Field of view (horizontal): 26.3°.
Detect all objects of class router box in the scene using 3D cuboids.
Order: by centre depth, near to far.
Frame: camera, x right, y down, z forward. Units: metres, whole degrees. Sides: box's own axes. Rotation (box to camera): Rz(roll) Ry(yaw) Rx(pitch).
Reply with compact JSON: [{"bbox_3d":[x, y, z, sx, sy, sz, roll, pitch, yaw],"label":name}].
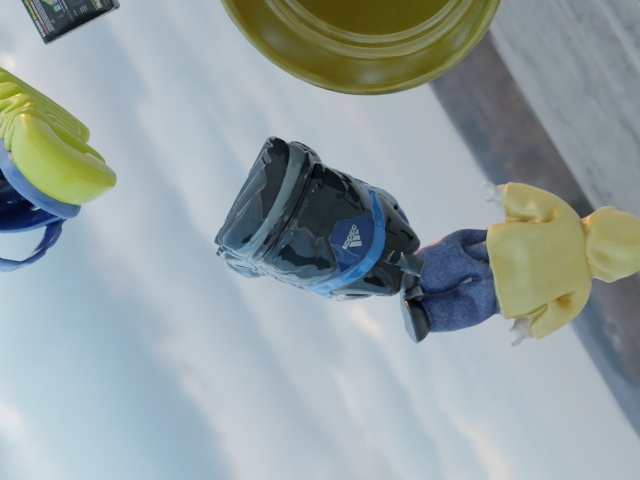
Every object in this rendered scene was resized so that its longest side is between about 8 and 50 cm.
[{"bbox_3d":[-0.291,-0.291,1.514,0.122,0.092,0.038,63,-173,-11],"label":"router box"}]

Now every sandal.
[{"bbox_3d":[-0.284,-0.068,1.256,0.126,0.138,0.317,34,-174,-21],"label":"sandal"}]

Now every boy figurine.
[{"bbox_3d":[0.219,0.017,1.450,0.092,0.285,0.177,-166,59,-87],"label":"boy figurine"}]

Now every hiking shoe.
[{"bbox_3d":[0.000,0.000,1.011,0.132,0.113,0.304,29,-176,-1],"label":"hiking shoe"}]

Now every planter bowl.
[{"bbox_3d":[0.033,-0.220,0.972,0.217,0.217,0.090,56,-149,-17],"label":"planter bowl"}]

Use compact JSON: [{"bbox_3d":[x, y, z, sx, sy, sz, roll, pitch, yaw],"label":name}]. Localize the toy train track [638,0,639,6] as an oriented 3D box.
[{"bbox_3d":[0.423,-0.295,1.647,0.014,0.083,0.048,65,-173,-65],"label":"toy train track"}]
